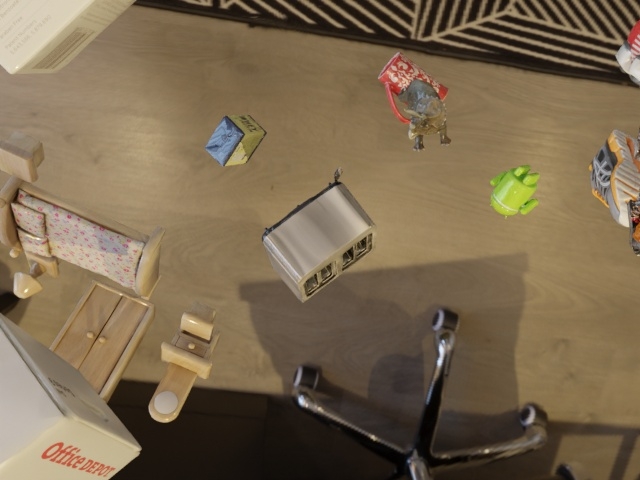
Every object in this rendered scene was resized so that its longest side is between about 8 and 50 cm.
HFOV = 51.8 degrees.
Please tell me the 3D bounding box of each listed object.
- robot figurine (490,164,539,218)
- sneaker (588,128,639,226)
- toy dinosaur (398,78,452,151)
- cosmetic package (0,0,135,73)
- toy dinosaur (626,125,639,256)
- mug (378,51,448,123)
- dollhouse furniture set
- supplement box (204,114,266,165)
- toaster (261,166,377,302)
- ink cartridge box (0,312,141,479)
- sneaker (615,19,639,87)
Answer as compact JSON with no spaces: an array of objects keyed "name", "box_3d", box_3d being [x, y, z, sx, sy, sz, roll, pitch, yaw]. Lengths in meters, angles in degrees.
[{"name":"robot figurine","box_3d":[0.390,-0.099,1.335,0.101,0.067,0.115,48,130,24]},{"name":"sneaker","box_3d":[0.464,-0.084,1.023,0.084,0.214,0.083,30,132,-5]},{"name":"toy dinosaur","box_3d":[0.258,-0.325,1.620,0.121,0.313,0.160,-4,131,5]},{"name":"cosmetic package","box_3d":[-0.288,-0.278,0.631,0.151,0.151,0.183,-41,106,5]},{"name":"toy dinosaur","box_3d":[0.388,-0.015,0.623,0.164,0.321,0.218,0,155,-27]},{"name":"mug","box_3d":[0.245,-0.414,1.795,0.169,0.150,0.113,38,137,-12]},{"name":"dollhouse furniture set","box_3d":[-0.280,0.083,0.842,0.303,0.173,0.355,23,147,-1]},{"name":"supplement box","box_3d":[-0.166,-0.197,1.295,0.056,0.083,0.083,46,118,14]},{"name":"toaster","box_3d":[0.000,0.000,1.098,0.168,0.185,0.110,-37,72,-10]},{"name":"ink cartridge box","box_3d":[-0.320,0.215,0.543,0.289,0.211,0.121,-39,70,-16]},{"name":"sneaker","box_3d":[0.307,-0.108,0.359,0.279,0.107,0.118,7,123,1]}]
